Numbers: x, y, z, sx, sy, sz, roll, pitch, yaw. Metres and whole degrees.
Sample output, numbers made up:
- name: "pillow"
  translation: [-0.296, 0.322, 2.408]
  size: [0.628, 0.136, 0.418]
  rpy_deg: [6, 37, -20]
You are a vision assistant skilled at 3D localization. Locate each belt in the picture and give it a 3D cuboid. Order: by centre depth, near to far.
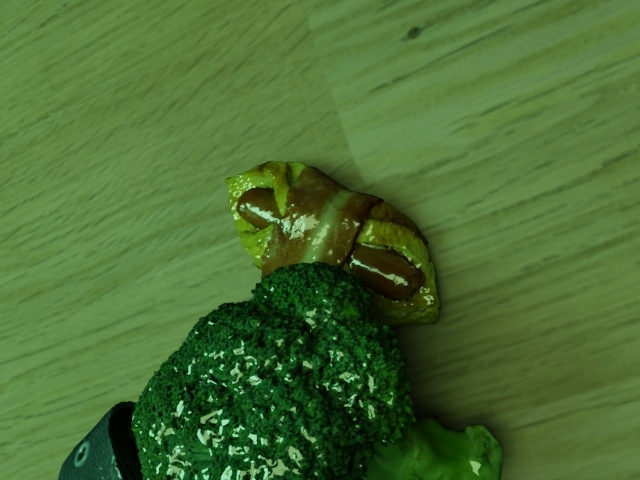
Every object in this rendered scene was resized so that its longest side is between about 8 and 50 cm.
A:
- name: "belt"
  translation: [-0.181, 0.285, 0.668]
  size: [0.128, 0.122, 0.218]
  rpy_deg: [-44, 72, 17]

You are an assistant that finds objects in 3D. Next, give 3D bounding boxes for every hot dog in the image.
- name: "hot dog"
  translation: [-0.001, -0.003, 0.633]
  size: [0.261, 0.093, 0.123]
  rpy_deg: [23, 95, 23]

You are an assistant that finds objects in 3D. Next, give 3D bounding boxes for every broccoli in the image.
- name: "broccoli"
  translation: [-0.007, 0.179, 0.531]
  size: [0.297, 0.297, 0.297]
  rpy_deg: [24, 96, -12]
